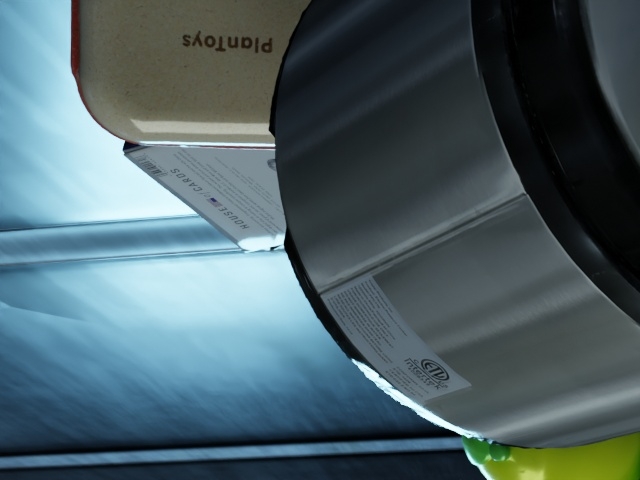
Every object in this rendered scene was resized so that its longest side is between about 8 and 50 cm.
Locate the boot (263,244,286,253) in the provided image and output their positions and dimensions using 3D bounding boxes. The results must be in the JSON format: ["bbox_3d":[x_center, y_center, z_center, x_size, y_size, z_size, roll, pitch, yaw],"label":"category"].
[{"bbox_3d":[0.000,0.000,1.913,0.114,0.037,0.106,8,175,-16],"label":"boot"}]

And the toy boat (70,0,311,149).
[{"bbox_3d":[-0.056,-0.145,1.289,0.231,0.151,0.151,2,-166,-5],"label":"toy boat"}]

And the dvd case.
[{"bbox_3d":[-0.028,-0.064,1.611,0.238,0.030,0.179,-13,141,37],"label":"dvd case"}]

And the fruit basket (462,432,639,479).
[{"bbox_3d":[0.294,0.212,2.057,0.392,0.392,0.283,5,163,-17],"label":"fruit basket"}]

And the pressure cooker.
[{"bbox_3d":[0.207,-0.076,1.053,0.369,0.376,0.420,10,162,-24],"label":"pressure cooker"}]
